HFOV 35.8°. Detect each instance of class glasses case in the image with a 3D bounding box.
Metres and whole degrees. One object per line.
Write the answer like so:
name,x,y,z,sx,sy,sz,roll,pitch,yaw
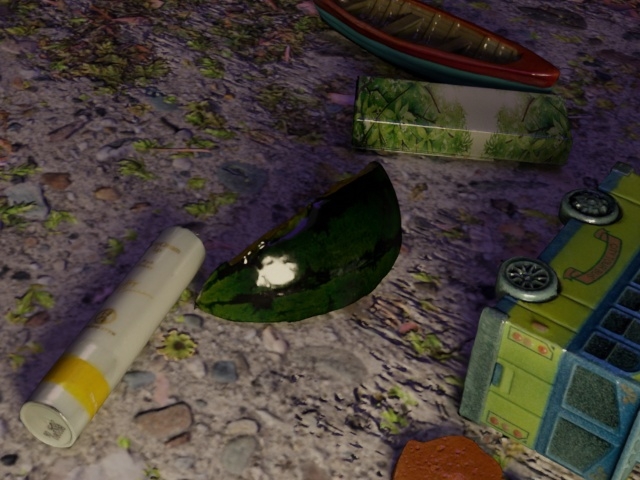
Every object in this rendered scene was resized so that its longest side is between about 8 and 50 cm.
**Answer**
glasses case,0.176,-0.148,1.261,0.272,0.062,0.095,6,47,0

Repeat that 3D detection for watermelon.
watermelon,0.000,0.000,1.066,0.129,0.123,0.301,1,28,48

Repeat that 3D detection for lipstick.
lipstick,-0.190,0.083,0.951,0.059,0.059,0.264,18,42,13

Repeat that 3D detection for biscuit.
biscuit,0.122,0.220,0.863,0.130,0.019,0.102,30,47,25

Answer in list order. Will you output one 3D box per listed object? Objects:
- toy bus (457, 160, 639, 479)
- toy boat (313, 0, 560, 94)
toy bus,0.283,0.070,0.956,0.190,0.152,0.312,26,44,25
toy boat,0.156,-0.276,1.391,0.392,0.079,0.136,31,44,27
